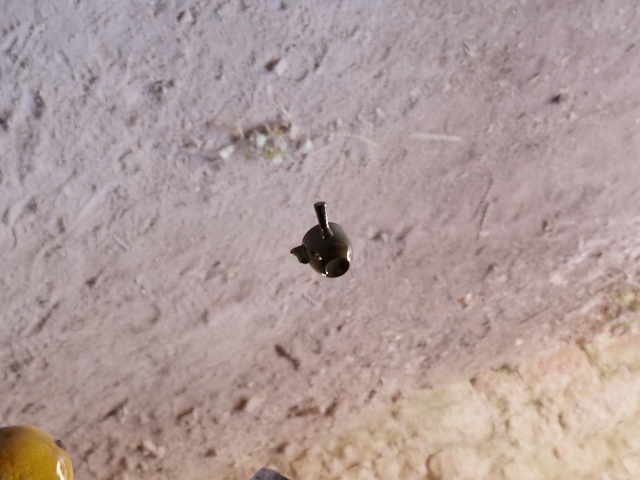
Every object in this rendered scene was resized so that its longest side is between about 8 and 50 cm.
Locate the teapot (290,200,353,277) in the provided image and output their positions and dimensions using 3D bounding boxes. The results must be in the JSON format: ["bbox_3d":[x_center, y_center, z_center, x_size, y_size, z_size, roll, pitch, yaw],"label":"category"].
[{"bbox_3d":[0.000,0.000,1.187,0.085,0.080,0.110,-17,133,-8],"label":"teapot"}]

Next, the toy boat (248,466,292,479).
[{"bbox_3d":[-0.026,0.399,1.128,0.079,0.136,0.392,-15,-173,-20],"label":"toy boat"}]

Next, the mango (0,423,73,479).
[{"bbox_3d":[-0.385,0.323,0.951,0.262,0.157,0.109,-50,-172,-17],"label":"mango"}]
